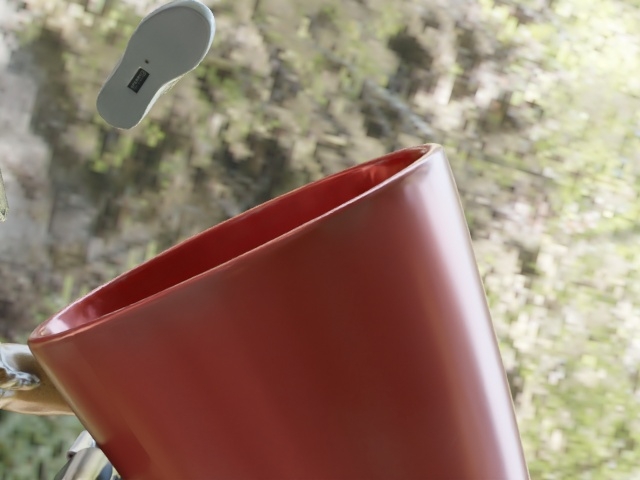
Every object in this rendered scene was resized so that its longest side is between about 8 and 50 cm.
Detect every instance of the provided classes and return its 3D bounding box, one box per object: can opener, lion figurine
[{"bbox_3d":[-0.133,0.156,1.207,0.093,0.074,0.280,-49,-178,4],"label":"can opener"},{"bbox_3d":[-0.332,0.173,2.210,0.240,0.392,0.142,-167,-100,-67],"label":"lion figurine"}]

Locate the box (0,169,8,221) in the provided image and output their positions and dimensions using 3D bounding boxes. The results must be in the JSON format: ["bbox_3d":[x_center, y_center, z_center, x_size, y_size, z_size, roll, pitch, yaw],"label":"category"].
[{"bbox_3d":[-0.546,-0.216,1.513,0.297,0.472,0.480,90,-13,-79],"label":"box"}]

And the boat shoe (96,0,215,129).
[{"bbox_3d":[-0.146,-0.183,1.737,0.183,0.065,0.083,-41,-165,45],"label":"boat shoe"}]

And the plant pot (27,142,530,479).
[{"bbox_3d":[-0.003,0.105,1.128,0.275,0.275,0.243,-18,-80,44],"label":"plant pot"}]
